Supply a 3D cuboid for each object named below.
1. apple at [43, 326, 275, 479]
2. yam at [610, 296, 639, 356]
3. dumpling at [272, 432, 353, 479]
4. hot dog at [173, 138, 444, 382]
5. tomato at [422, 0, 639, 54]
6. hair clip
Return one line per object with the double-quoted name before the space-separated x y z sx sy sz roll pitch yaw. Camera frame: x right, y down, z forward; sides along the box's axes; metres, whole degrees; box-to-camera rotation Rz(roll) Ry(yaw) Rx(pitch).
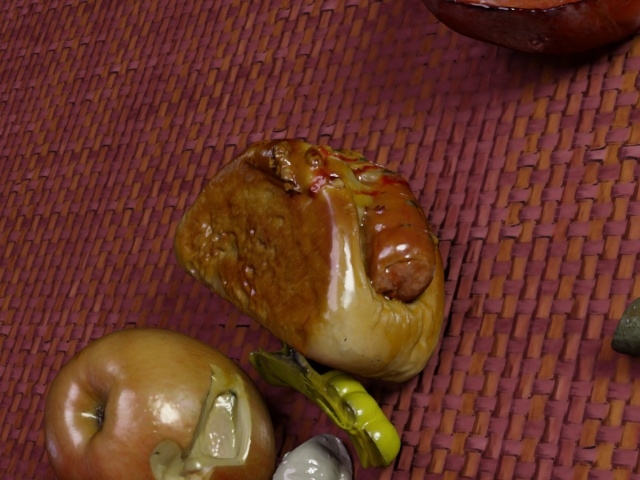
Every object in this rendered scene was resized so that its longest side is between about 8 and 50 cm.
"apple" -0.129 0.157 1.136 0.199 0.199 0.199 -23 51 32
"yam" 0.239 0.060 0.949 0.094 0.043 0.043 7 71 45
"dumpling" -0.005 0.188 1.103 0.059 0.077 0.043 42 141 15
"hot dog" 0.000 0.000 1.140 0.257 0.150 0.153 30 97 49
"tomato" 0.189 -0.227 1.133 0.228 0.101 0.228 -12 50 15
"hair clip" 0.011 0.126 1.111 0.046 0.072 0.173 -40 33 -13
